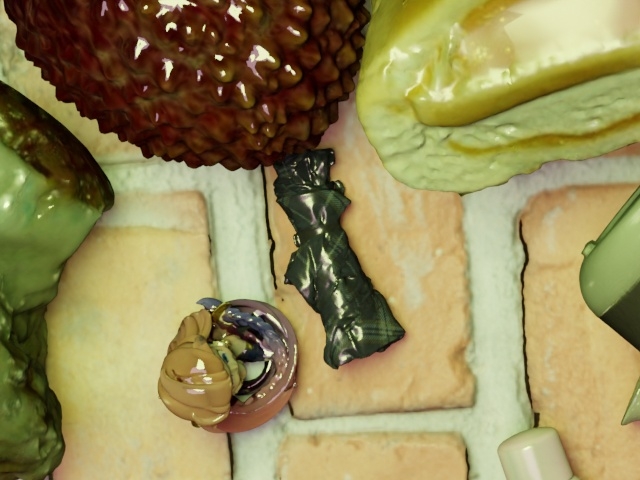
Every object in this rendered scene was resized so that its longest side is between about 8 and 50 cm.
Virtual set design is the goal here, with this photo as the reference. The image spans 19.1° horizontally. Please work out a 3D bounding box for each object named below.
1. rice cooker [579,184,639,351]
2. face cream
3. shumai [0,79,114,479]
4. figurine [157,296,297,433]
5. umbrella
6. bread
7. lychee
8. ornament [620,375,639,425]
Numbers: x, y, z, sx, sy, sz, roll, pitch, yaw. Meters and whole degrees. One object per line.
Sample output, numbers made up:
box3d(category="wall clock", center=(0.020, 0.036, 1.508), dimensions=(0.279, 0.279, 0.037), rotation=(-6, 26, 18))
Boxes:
box3d(category="rice cooker", center=(0.375, 0.016, 1.492), dimensions=(0.277, 0.288, 0.288), rotation=(39, 104, 3))
box3d(category="face cream", center=(0.222, 0.293, 1.657), dimensions=(0.082, 0.082, 0.269), rotation=(-19, 94, 14))
box3d(category="shumai", center=(-0.352, 0.005, 1.650), dimensions=(0.397, 0.324, 0.323), rotation=(27, 88, 2))
box3d(category="figurine", center=(-0.098, 0.119, 1.676), dimensions=(0.114, 0.157, 0.126), rotation=(-5, 102, 34))
box3d(category="umbrella", center=(-0.003, 0.001, 1.676), dimensions=(0.071, 0.080, 0.224), rotation=(-19, 90, 49))
box3d(category="bread", center=(0.173, -0.229, 1.460), dimensions=(0.301, 0.341, 0.210), rotation=(-11, 132, 20))
box3d(category="lychee", center=(-0.105, -0.213, 1.554), dimensions=(0.306, 0.306, 0.330), rotation=(-24, 110, 14))
box3d(category="ornament", center=(0.340, 0.159, 1.620), dimensions=(0.156, 0.081, 0.074), rotation=(24, 65, 9))
